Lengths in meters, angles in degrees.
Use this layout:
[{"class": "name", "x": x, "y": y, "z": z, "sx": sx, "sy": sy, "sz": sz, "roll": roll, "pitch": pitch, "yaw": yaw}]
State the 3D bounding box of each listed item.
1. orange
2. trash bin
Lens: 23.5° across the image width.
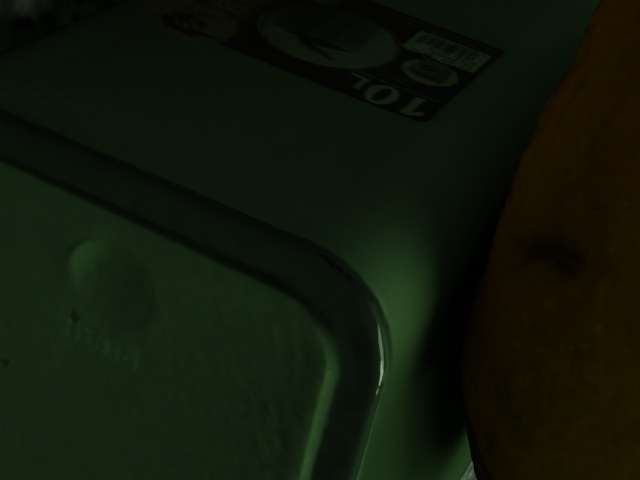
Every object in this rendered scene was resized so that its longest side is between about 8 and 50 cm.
[{"class": "orange", "x": 0.145, "y": 0.038, "z": 0.475, "sx": 0.249, "sy": 0.183, "sz": 0.249, "roll": 21, "pitch": 90, "yaw": -75}, {"class": "trash bin", "x": 0.000, "y": 0.000, "z": 0.578, "sx": 0.343, "sy": 0.158, "sz": 0.223, "roll": -46, "pitch": 155, "yaw": -53}]
